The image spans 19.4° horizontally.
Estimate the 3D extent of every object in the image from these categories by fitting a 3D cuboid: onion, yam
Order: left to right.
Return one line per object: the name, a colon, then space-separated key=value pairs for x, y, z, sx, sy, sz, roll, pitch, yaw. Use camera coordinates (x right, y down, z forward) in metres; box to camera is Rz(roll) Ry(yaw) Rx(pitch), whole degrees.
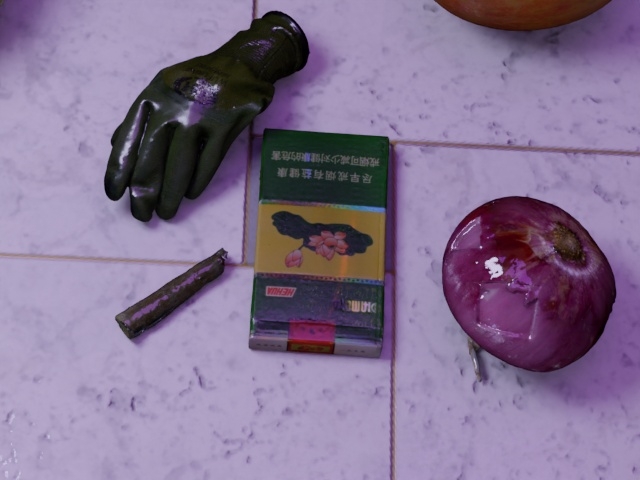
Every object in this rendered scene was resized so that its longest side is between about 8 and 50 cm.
yam: x=-0.140 y=0.052 z=1.829 sx=0.129 sy=0.027 sz=0.033 roll=-33 pitch=39 yaw=-16
onion: x=0.196 y=0.041 z=1.790 sx=0.177 sy=0.153 sz=0.177 roll=8 pitch=74 yaw=-31

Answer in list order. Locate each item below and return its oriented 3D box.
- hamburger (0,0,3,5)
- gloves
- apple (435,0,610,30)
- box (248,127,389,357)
hamburger: x=-0.446 y=-0.292 z=1.875 sx=0.274 sy=0.212 sz=0.274 roll=3 pitch=61 yaw=-5
gloves: x=-0.120 y=-0.133 z=1.886 sx=0.135 sy=0.107 sz=0.268 roll=20 pitch=62 yaw=41
apple: x=0.208 y=-0.323 z=1.964 sx=0.251 sy=0.163 sz=0.293 roll=-2 pitch=51 yaw=6
box: x=0.000 y=0.000 z=1.861 sx=0.132 sy=0.034 sz=0.235 roll=4 pitch=64 yaw=-3
